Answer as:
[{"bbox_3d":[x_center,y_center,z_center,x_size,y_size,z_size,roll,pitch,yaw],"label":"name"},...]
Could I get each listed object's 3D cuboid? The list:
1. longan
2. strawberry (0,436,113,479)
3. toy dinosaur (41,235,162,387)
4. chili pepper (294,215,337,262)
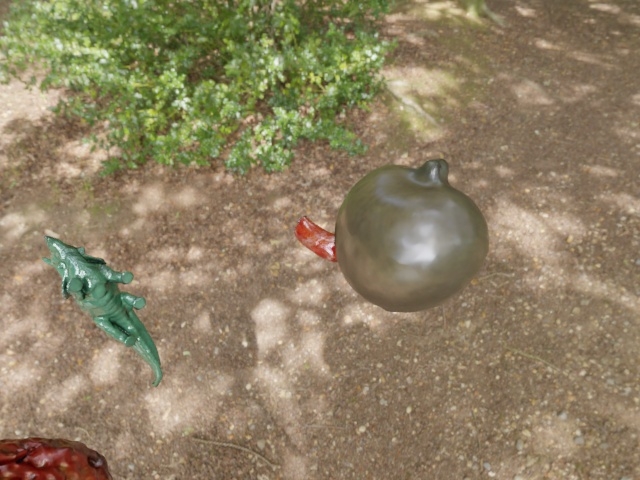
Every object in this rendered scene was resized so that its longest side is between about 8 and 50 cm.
[{"bbox_3d":[0.155,-0.007,0.789,0.300,0.301,0.243,30,24,33],"label":"longan"},{"bbox_3d":[-0.344,0.302,0.462,0.205,0.206,0.244,32,16,33],"label":"strawberry"},{"bbox_3d":[-0.315,0.107,0.663,0.120,0.292,0.079,-19,23,50],"label":"toy dinosaur"},{"bbox_3d":[0.000,0.000,0.978,0.123,0.073,0.070,32,38,26],"label":"chili pepper"}]
